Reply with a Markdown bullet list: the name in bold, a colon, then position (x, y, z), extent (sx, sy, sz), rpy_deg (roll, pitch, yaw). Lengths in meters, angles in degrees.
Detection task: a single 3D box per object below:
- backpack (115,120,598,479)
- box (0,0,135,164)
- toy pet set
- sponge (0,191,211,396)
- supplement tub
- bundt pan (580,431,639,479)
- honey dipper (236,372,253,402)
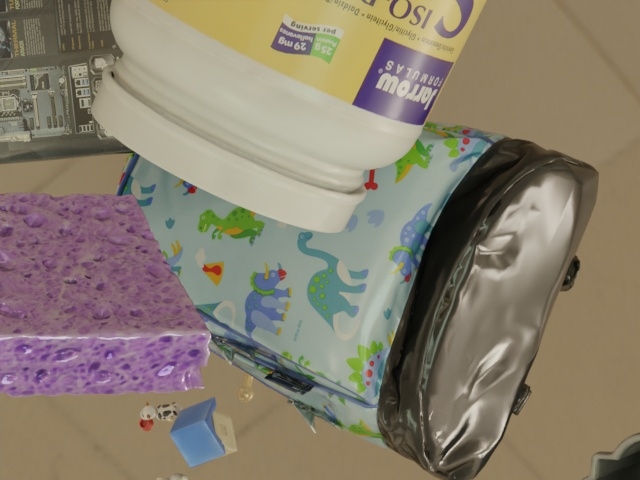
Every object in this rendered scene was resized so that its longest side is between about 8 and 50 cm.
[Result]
- **backpack**: position (0.000, 0.000, 1.570), extent (0.273, 0.355, 0.290), rpy_deg (23, 91, -47)
- **box**: position (-0.218, -0.178, 1.482), extent (0.183, 0.059, 0.232), rpy_deg (-6, 95, 2)
- **toy pet set**: position (-0.144, 0.213, 1.889), extent (0.114, 0.122, 0.065), rpy_deg (-23, 155, 23)
- **sponge**: position (-0.157, 0.018, 0.724), extent (0.210, 0.117, 0.031), rpy_deg (0, 119, -21)
- **supplement tub**: position (-0.002, -0.197, 1.326), extent (0.241, 0.241, 0.331), rpy_deg (24, 101, -9)
- **bundt pan**: position (0.402, 0.310, 1.814), extent (0.331, 0.124, 0.330), rpy_deg (23, 126, 36)
- **honey dipper**: position (-0.064, 0.089, 1.961), extent (0.030, 0.030, 0.160), rpy_deg (12, 89, -4)
